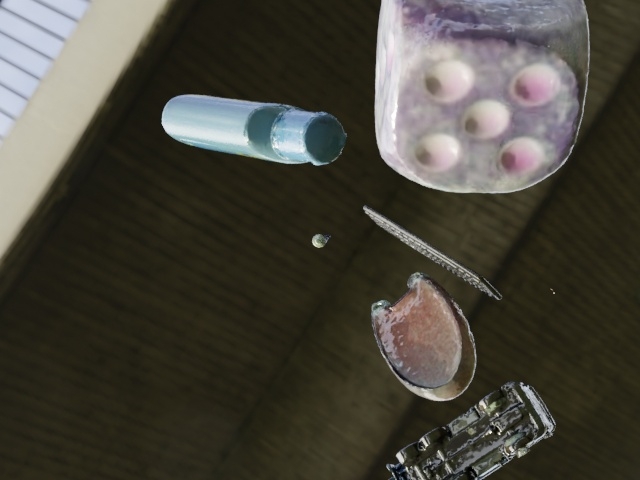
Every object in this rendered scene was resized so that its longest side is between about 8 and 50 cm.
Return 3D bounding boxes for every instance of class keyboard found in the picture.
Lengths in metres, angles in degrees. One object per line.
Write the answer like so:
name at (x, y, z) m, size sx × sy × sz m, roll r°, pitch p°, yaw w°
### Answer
keyboard at (0.224, 0.038, 2.151) m, size 0.041 × 0.381 × 0.103 m, roll -60°, pitch -36°, yaw -7°

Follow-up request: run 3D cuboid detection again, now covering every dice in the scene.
dice at (0.221, -0.245, 1.848) m, size 0.270 × 0.270 × 0.271 m, roll 2°, pitch -51°, yaw -3°

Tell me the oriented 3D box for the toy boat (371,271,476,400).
toy boat at (0.182, 0.168, 2.178) m, size 0.155 × 0.227 × 0.085 m, roll -38°, pitch -36°, yaw 13°

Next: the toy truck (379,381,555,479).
toy truck at (0.154, 0.230, 1.383) m, size 0.202 × 0.074 × 0.088 m, roll -38°, pitch -21°, yaw 18°

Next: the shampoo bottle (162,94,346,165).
shampoo bottle at (-0.067, -0.118, 1.384) m, size 0.104 × 0.258 × 0.061 m, roll 8°, pitch -86°, yaw -35°

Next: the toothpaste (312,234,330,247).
toothpaste at (0.000, 0.000, 1.869) m, size 0.027 × 0.019 × 0.083 m, roll -30°, pitch 0°, yaw 6°
